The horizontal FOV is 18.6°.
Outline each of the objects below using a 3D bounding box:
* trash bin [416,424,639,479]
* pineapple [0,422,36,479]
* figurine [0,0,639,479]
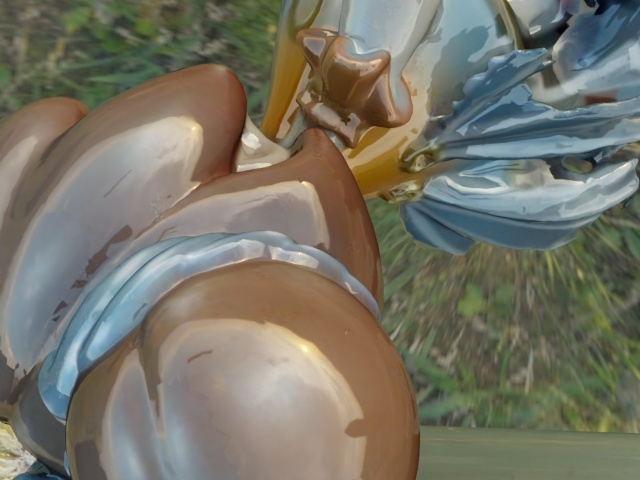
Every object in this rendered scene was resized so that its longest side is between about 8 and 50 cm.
[{"bbox_3d":[0.100,0.235,1.105,0.432,0.280,0.280,-4,93,25],"label":"trash bin"},{"bbox_3d":[-0.254,0.179,1.537,0.137,0.161,0.176,-10,77,47],"label":"pineapple"},{"bbox_3d":[-0.001,0.000,0.837,0.248,0.277,0.388,44,57,13],"label":"figurine"}]
